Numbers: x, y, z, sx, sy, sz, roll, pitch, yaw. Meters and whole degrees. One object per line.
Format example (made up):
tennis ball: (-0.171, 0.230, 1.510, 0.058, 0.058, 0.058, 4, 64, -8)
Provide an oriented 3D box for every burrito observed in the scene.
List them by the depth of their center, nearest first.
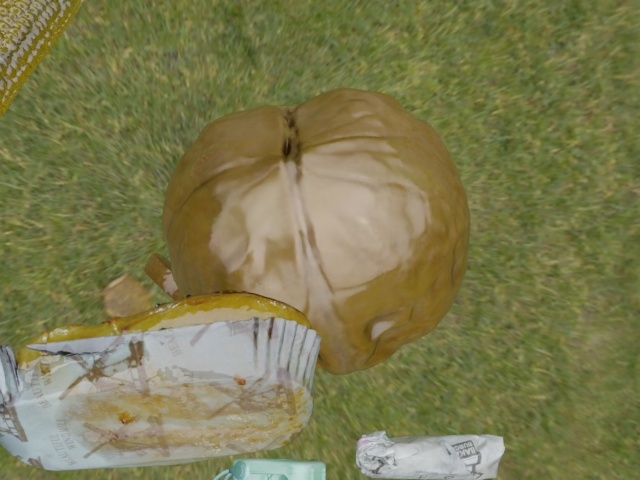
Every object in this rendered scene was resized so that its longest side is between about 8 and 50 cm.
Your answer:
burrito: (0.138, 0.266, 1.414, 0.203, 0.064, 0.064, 6, 90, -18)

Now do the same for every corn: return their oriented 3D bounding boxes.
corn: (-0.342, -0.178, 1.166, 0.097, 0.097, 0.320, 32, 61, -5)

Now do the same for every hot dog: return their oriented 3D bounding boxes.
hot dog: (-0.129, 0.114, 0.888, 0.270, 0.082, 0.163, -8, 130, 3)

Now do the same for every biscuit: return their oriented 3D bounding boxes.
biscuit: (-0.143, 0.120, 1.705, 0.049, 0.257, 0.273, -50, 126, -2)

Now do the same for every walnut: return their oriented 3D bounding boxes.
walnut: (0.000, 0.000, 1.344, 0.354, 0.398, 0.308, -7, 67, 13)

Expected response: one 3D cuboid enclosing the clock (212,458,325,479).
clock: (-0.065, 0.286, 1.390, 0.135, 0.101, 0.041, -3, 80, 19)
